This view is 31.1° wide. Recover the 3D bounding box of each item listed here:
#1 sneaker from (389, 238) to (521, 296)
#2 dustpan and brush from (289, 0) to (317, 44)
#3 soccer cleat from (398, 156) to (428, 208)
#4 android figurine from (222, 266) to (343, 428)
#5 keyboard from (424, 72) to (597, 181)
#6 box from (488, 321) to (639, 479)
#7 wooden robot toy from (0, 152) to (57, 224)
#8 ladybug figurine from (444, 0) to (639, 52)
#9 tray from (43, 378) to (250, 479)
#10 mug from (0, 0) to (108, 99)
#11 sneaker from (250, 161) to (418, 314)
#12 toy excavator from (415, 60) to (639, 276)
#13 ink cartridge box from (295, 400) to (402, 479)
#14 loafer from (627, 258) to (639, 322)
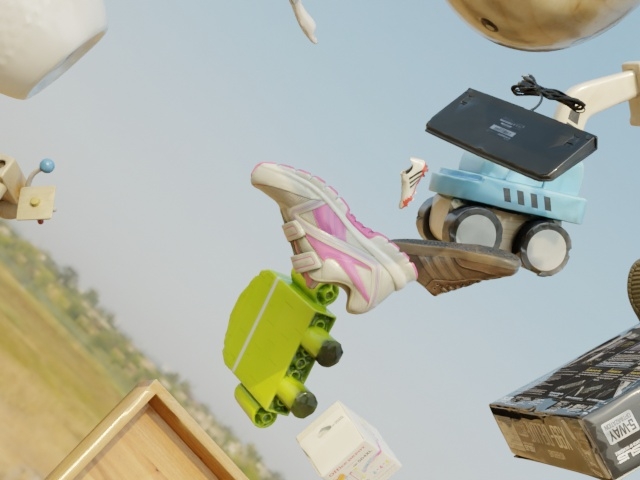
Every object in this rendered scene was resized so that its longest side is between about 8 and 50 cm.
[{"bbox_3d":[0.176,0.041,1.528,0.188,0.071,0.066,8,11,30],"label":"sneaker"},{"bbox_3d":[-0.044,-0.370,1.610,0.211,0.060,0.147,52,19,-27],"label":"dustpan and brush"},{"bbox_3d":[0.132,-0.087,1.740,0.036,0.083,0.029,24,19,-10],"label":"soccer cleat"},{"bbox_3d":[-0.062,0.148,1.710,0.056,0.248,0.273,20,9,-33],"label":"android figurine"},{"bbox_3d":[0.334,-0.194,1.903,0.317,0.201,0.033,34,-23,50],"label":"keyboard"},{"bbox_3d":[0.350,0.167,1.289,0.076,0.243,0.307,64,-11,1],"label":"box"},{"bbox_3d":[-0.277,-0.038,0.956,0.173,0.076,0.079,21,-22,20],"label":"wooden robot toy"},{"bbox_3d":[0.238,-0.379,1.077,0.162,0.305,0.449,-88,-177,-61],"label":"ladybug figurine"},{"bbox_3d":[-0.156,0.398,1.480,0.411,0.203,0.076,50,-27,-12],"label":"tray"},{"bbox_3d":[-0.512,-0.348,1.659,0.328,0.374,0.276,49,9,-9],"label":"mug"},{"bbox_3d":[0.000,0.000,1.473,0.252,0.111,0.103,41,-6,2],"label":"sneaker"},{"bbox_3d":[0.441,-0.162,2.237,0.433,0.445,0.222,11,7,-13],"label":"toy excavator"},{"bbox_3d":[0.039,0.323,1.767,0.143,0.092,0.090,42,7,-47],"label":"ink cartridge box"},{"bbox_3d":[0.452,0.093,1.536,0.056,0.050,0.148,-15,-94,44],"label":"loafer"}]
